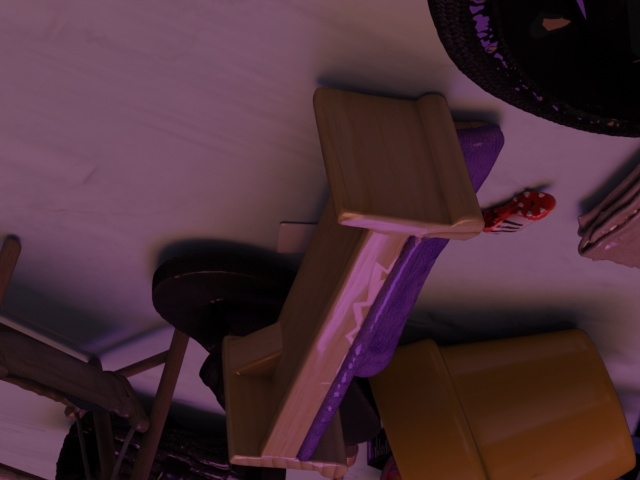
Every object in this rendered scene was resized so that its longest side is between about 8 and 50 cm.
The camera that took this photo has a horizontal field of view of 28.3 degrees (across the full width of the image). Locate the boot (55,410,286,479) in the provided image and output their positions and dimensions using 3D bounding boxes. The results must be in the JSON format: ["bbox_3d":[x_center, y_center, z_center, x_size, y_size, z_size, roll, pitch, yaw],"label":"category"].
[{"bbox_3d":[-0.230,0.332,1.655,0.260,0.131,0.348,10,137,-28],"label":"boot"}]

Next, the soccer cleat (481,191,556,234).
[{"bbox_3d":[0.187,-0.024,1.185,0.083,0.029,0.036,-21,151,36],"label":"soccer cleat"}]

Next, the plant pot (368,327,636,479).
[{"bbox_3d":[0.199,0.208,1.375,0.239,0.254,0.254,-20,146,2],"label":"plant pot"}]

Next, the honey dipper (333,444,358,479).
[{"bbox_3d":[0.030,0.310,1.719,0.030,0.030,0.160,2,149,-3],"label":"honey dipper"}]

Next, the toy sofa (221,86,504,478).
[{"bbox_3d":[0.039,0.050,1.120,0.177,0.150,0.362,8,135,-17],"label":"toy sofa"}]

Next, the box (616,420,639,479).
[{"bbox_3d":[0.594,0.338,1.584,0.395,0.212,0.293,0,148,3],"label":"box"}]

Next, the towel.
[{"bbox_3d":[0.395,-0.020,1.170,0.282,0.049,0.187,12,148,-19],"label":"towel"}]

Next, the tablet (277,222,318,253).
[{"bbox_3d":[0.000,0.000,1.244,0.083,0.006,0.054,2,148,-4],"label":"tablet"}]

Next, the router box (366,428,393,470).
[{"bbox_3d":[0.168,0.280,1.653,0.179,0.046,0.133,28,139,-36],"label":"router box"}]

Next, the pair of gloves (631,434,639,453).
[{"bbox_3d":[0.293,0.225,1.541,0.198,0.023,0.159,7,159,27],"label":"pair of gloves"}]

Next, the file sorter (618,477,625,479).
[{"bbox_3d":[0.300,0.330,1.605,0.104,0.118,0.170,9,166,44],"label":"file sorter"}]

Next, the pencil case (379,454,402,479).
[{"bbox_3d":[0.120,0.353,1.623,0.124,0.124,0.284,2,149,-3],"label":"pencil case"}]

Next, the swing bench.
[{"bbox_3d":[-0.282,0.176,1.295,0.165,0.254,0.253,-24,141,33],"label":"swing bench"}]

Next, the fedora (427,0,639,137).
[{"bbox_3d":[0.212,-0.210,0.765,0.334,0.152,0.334,0,148,0],"label":"fedora"}]

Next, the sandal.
[{"bbox_3d":[-0.037,0.150,1.389,0.168,0.107,0.446,-13,145,19],"label":"sandal"}]
